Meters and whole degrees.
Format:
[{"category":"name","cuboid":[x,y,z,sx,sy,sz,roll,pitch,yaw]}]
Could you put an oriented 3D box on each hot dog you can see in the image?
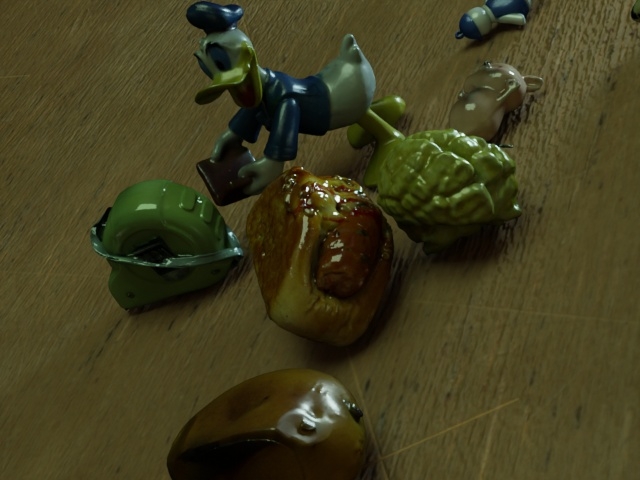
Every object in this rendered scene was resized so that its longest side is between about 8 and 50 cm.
[{"category":"hot dog","cuboid":[0.000,0.000,1.487,0.153,0.150,0.256,-59,25,22]}]

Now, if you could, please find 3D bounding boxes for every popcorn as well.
[{"category":"popcorn","cuboid":[0.157,-0.066,1.467,0.173,0.173,0.142,-12,60,30]}]

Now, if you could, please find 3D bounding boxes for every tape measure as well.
[{"category":"tape measure","cuboid":[-0.211,0.005,1.674,0.200,0.175,0.106,-12,40,21]}]

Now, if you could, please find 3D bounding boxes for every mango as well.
[{"category":"mango","cuboid":[-0.057,0.211,1.293,0.236,0.136,0.166,-17,21,31]}]

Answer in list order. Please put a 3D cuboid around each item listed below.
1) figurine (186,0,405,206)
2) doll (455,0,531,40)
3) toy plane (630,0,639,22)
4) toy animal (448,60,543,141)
[{"category":"figurine","cuboid":[-0.072,-0.184,1.657,0.283,0.338,0.204,-43,29,4]},{"category":"doll","cuboid":[0.257,-0.336,1.825,0.143,0.057,0.099,-33,53,1]},{"category":"toy plane","cuboid":[0.476,-0.311,1.534,0.092,0.229,0.244,-1,-9,-22]},{"category":"toy animal","cuboid":[0.216,-0.178,1.636,0.083,0.089,0.150,30,62,31]}]
